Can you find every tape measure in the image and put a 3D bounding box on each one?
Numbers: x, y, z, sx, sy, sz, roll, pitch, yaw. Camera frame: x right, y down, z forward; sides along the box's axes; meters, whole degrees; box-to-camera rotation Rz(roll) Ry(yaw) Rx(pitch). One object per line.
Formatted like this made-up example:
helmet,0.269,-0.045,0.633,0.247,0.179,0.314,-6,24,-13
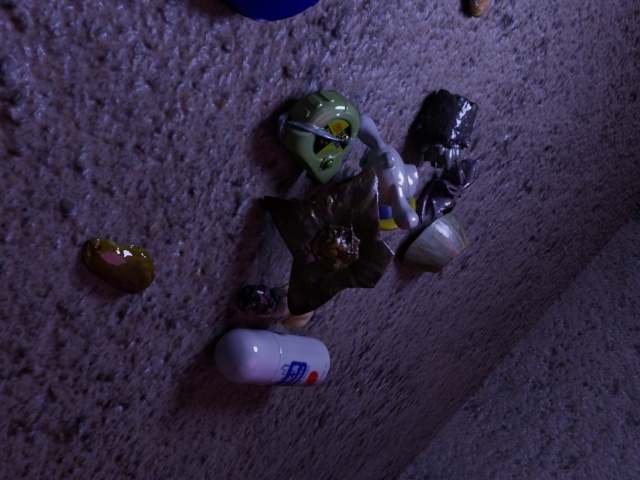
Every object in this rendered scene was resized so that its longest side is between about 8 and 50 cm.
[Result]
tape measure,-0.003,-0.227,1.419,0.175,0.106,0.200,-44,143,3

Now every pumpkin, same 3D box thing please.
pumpkin,0.354,0.029,2.010,0.217,0.110,0.217,-40,158,-20
pumpkin,0.024,0.013,1.472,0.095,0.258,0.290,-75,151,-74

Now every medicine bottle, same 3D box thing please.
medicine bottle,-0.117,0.282,1.640,0.341,0.130,0.130,22,98,-55

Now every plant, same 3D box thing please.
plant,0.317,-0.281,1.756,0.132,0.129,0.194,8,106,-51

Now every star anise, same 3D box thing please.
star anise,0.361,-0.145,1.947,0.231,0.089,0.209,-27,147,-36

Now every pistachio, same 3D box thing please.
pistachio,-0.352,0.047,1.239,0.089,0.049,0.173,-53,146,-9

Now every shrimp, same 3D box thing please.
shrimp,0.398,-0.639,1.665,0.132,0.052,0.187,-54,156,-41

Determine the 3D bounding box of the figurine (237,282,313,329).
figurine,-0.098,0.143,1.587,0.196,0.108,0.114,17,97,-49

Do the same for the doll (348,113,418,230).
doll,0.166,-0.105,1.555,0.160,0.311,0.242,-2,133,-21

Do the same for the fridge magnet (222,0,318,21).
fridge magnet,-0.063,-0.481,1.107,0.265,0.112,0.265,-27,149,-17
